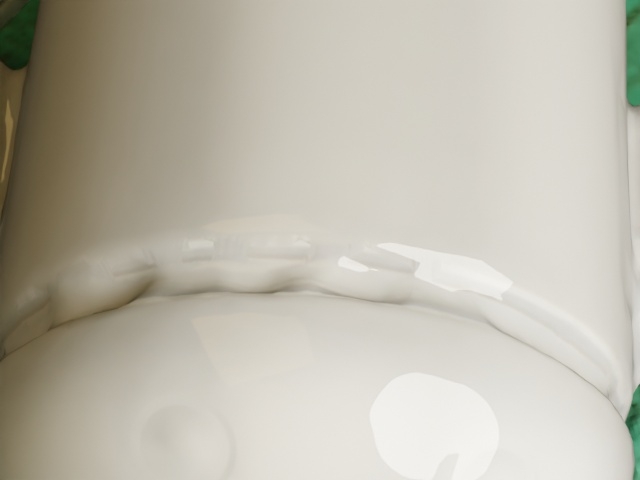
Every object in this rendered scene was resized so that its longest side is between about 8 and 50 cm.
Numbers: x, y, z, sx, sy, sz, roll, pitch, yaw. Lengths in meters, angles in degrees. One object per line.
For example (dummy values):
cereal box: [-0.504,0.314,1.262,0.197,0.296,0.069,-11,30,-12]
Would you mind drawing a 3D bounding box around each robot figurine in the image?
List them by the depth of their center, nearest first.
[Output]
robot figurine: [0.000,0.000,0.636,0.300,0.200,0.353,2,60,6]

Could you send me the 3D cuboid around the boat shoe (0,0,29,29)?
boat shoe: [-0.182,-0.099,0.776,0.254,0.095,0.079,-37,30,41]
